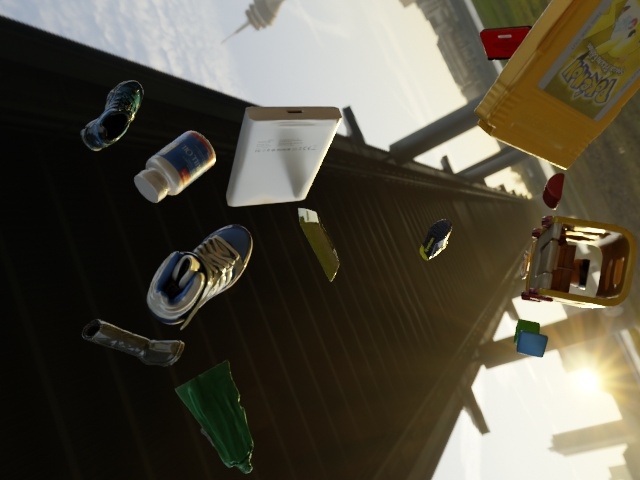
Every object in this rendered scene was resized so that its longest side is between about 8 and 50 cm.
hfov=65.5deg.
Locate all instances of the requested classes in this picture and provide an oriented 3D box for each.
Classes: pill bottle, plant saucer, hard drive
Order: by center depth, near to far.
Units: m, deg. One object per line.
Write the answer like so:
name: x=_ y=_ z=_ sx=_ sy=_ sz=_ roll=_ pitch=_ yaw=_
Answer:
hard drive: x=-0.107 y=-0.210 z=1.294 sx=0.232 sy=0.353 sz=0.047 roll=-7 pitch=-117 yaw=-22
plant saucer: x=0.000 y=0.000 z=1.417 sx=0.188 sy=0.045 sz=0.188 roll=62 pitch=-175 yaw=-17
pill bottle: x=-0.416 y=-0.207 z=1.421 sx=0.221 sy=0.124 sz=0.124 roll=-50 pitch=-65 yaw=-33

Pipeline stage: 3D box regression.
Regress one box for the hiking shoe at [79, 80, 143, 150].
hiking shoe: x=-0.670 y=-0.422 z=1.677 sx=0.113 sy=0.131 sz=0.304 roll=50 pitch=-128 yaw=-44

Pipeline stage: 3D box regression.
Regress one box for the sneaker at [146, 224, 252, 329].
sneaker: x=-0.265 y=0.058 z=1.157 sx=0.130 sy=0.236 sz=0.323 roll=42 pitch=-113 yaw=1

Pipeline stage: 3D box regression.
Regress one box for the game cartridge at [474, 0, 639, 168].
game cartridge: x=0.420 y=-0.275 z=0.771 sx=0.285 sy=0.324 sz=0.053 roll=8 pitch=-145 yaw=-38

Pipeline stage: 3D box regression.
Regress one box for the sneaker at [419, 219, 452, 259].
sneaker: x=0.333 y=-0.008 z=1.405 sx=0.059 sy=0.144 sz=0.053 roll=-16 pitch=-123 yaw=-36

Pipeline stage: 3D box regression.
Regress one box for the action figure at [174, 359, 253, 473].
action figure: x=-0.209 y=0.394 z=1.070 sx=0.137 sy=0.063 sz=0.232 roll=-22 pitch=-99 yaw=-40

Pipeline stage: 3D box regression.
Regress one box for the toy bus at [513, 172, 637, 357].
toy bus: x=0.312 y=0.035 z=0.610 sx=0.202 sy=0.104 sz=0.191 roll=-60 pitch=-26 yaw=-45

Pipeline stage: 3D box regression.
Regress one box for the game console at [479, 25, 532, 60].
game console: x=0.484 y=-0.486 z=1.214 sx=0.085 sy=0.144 sz=0.124 roll=-49 pitch=-52 yaw=-15

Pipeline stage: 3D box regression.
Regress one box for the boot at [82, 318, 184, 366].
boot: x=-0.495 y=0.265 z=1.319 sx=0.208 sy=0.189 sz=0.076 roll=47 pitch=-143 yaw=-36
